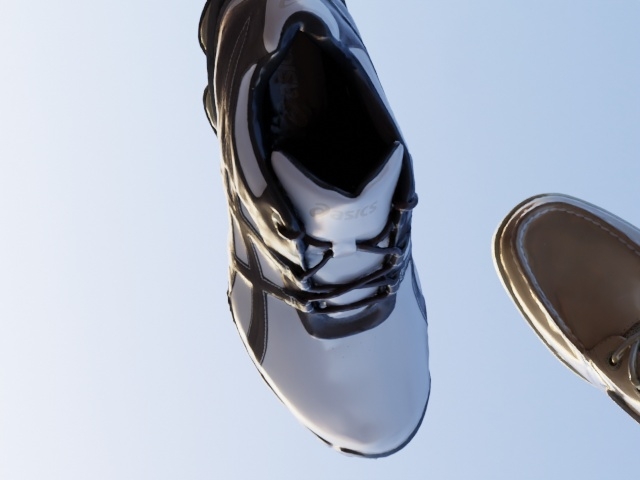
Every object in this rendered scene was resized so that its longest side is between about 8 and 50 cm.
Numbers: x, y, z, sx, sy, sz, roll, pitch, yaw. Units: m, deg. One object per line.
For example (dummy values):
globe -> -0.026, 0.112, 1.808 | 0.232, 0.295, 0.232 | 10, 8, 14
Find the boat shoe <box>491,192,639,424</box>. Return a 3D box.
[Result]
boat shoe -> 0.236, 0.079, 0.941 | 0.109, 0.302, 0.098 | -43, 170, -2

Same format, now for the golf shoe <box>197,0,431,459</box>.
golf shoe -> 0.000, 0.000, 0.524 | 0.094, 0.077, 0.198 | -129, -158, -73
